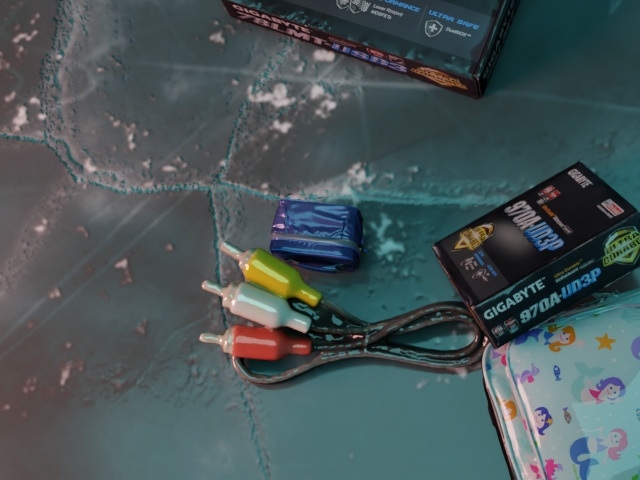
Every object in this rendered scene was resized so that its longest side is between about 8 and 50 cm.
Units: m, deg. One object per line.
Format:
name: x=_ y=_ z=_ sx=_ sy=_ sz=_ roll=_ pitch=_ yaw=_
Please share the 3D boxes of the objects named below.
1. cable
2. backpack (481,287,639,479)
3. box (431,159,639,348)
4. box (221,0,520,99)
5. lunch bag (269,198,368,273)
cable: x=0.020 y=0.098 z=1.797 sx=0.287 sy=0.072 sz=0.139 roll=14 pitch=98 yaw=10
backpack: x=0.291 y=0.156 z=1.686 sx=0.254 sy=0.191 sz=0.225 roll=-15 pitch=73 yaw=1
box: x=0.207 y=0.009 z=1.719 sx=0.175 sy=0.220 sz=0.051 roll=-30 pitch=106 yaw=3
box: x=0.082 y=-0.330 z=1.899 sx=0.296 sy=0.073 sz=0.293 roll=20 pitch=81 yaw=14
lunch bag: x=0.000 y=0.000 z=1.831 sx=0.098 sy=0.067 sz=0.065 roll=7 pitch=78 yaw=10
